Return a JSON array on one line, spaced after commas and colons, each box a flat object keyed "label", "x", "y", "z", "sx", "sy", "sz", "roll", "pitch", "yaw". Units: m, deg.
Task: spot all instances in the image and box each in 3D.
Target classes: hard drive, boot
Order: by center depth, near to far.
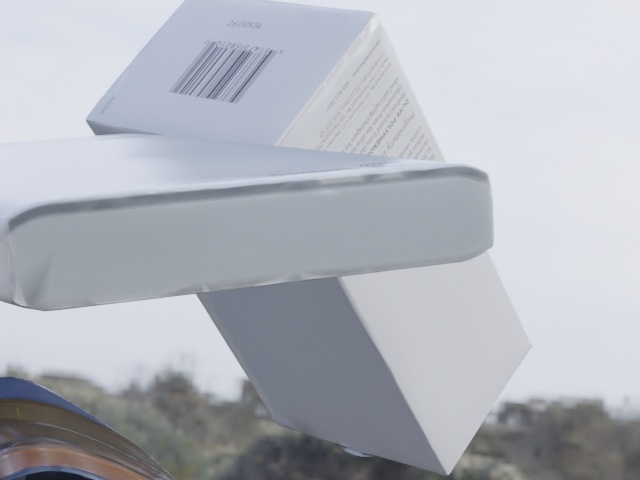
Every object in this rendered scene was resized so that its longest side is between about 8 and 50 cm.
[{"label": "boot", "x": -0.054, "y": 0.122, "z": 0.773, "sx": 0.219, "sy": 0.082, "sz": 0.106, "roll": 35, "pitch": 9, "yaw": -30}, {"label": "hard drive", "x": -0.111, "y": -0.018, "z": 0.944, "sx": 0.233, "sy": 0.047, "sz": 0.353, "roll": -6, "pitch": 9, "yaw": -30}]

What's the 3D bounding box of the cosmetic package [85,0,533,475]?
[{"label": "cosmetic package", "x": 0.000, "y": 0.000, "z": 1.468, "sx": 0.197, "sy": 0.155, "sz": 0.365, "roll": 13, "pitch": -35, "yaw": 38}]
